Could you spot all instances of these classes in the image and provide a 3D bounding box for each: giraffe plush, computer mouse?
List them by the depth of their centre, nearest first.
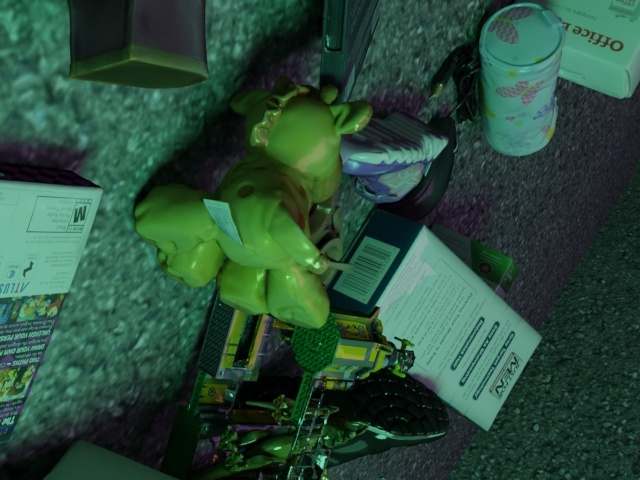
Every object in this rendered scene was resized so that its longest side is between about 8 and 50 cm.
[{"bbox_3d":[-0.043,-0.049,0.740,0.210,0.181,0.170,110,5,-65],"label":"giraffe plush"},{"bbox_3d":[0.165,-0.135,1.215,0.262,0.060,0.184,-55,157,-18],"label":"computer mouse"}]

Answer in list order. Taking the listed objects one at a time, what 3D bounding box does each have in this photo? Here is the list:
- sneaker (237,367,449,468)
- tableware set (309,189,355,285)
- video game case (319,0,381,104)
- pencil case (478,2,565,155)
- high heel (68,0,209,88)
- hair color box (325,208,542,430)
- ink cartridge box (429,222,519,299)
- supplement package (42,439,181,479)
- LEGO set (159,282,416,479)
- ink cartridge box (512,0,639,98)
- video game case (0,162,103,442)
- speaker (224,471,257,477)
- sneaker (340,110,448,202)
[{"bbox_3d":[0.022,0.241,1.138,0.107,0.283,0.124,-102,-157,-46],"label":"sneaker"},{"bbox_3d":[0.000,0.000,1.035,0.128,0.039,0.194,-51,155,-25],"label":"tableware set"},{"bbox_3d":[0.036,-0.267,0.749,0.196,0.026,0.274,-71,168,-45],"label":"video game case"},{"bbox_3d":[0.298,-0.231,1.298,0.273,0.124,0.113,60,17,-65],"label":"pencil case"},{"bbox_3d":[-0.186,-0.186,0.399,0.377,0.127,0.181,3,84,-61],"label":"high heel"},{"bbox_3d":[0.162,0.120,1.246,0.347,0.105,0.174,39,80,-39],"label":"hair color box"},{"bbox_3d":[0.211,0.099,1.455,0.208,0.153,0.087,-62,157,-4],"label":"ink cartridge box"},{"bbox_3d":[-0.205,0.359,0.751,0.177,0.175,0.293,-73,-174,-78],"label":"supplement package"},{"bbox_3d":[-0.011,0.188,0.904,0.192,0.255,0.331,12,88,-42],"label":"LEGO set"},{"bbox_3d":[0.433,-0.386,1.318,0.283,0.207,0.117,-62,157,-3],"label":"ink cartridge box"},{"bbox_3d":[-0.254,0.049,0.539,0.232,0.042,0.210,-1,116,-65],"label":"video game case"},{"bbox_3d":[-0.117,0.347,1.055,0.131,0.131,0.296,-65,157,5],"label":"speaker"},{"bbox_3d":[0.071,-0.088,1.033,0.236,0.095,0.104,-17,138,-61],"label":"sneaker"}]
